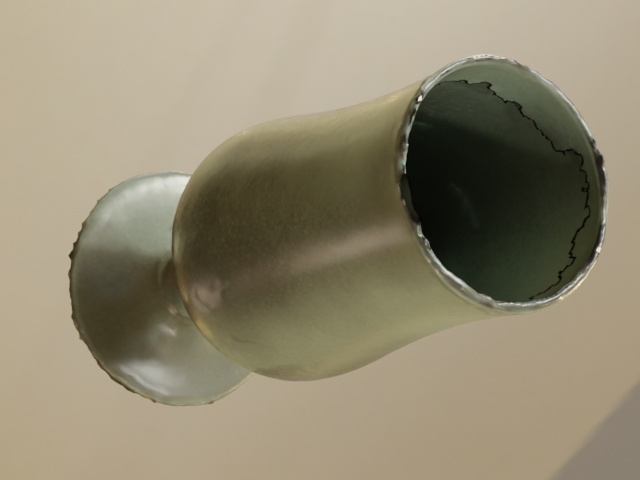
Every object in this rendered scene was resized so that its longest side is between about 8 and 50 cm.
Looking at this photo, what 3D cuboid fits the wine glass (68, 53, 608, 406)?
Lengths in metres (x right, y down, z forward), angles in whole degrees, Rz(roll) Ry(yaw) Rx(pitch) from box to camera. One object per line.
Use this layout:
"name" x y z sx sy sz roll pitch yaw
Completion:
"wine glass" 0.000 0.000 0.733 0.231 0.103 0.103 -19 -135 56
